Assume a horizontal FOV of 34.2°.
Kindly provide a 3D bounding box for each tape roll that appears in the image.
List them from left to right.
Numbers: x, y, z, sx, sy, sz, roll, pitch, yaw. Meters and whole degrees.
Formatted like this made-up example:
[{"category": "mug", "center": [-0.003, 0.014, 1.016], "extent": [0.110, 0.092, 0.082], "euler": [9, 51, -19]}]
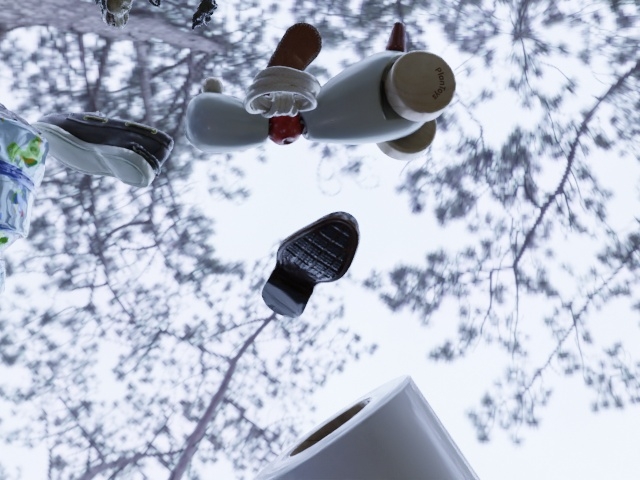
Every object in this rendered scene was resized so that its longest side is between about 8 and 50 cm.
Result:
[{"category": "tape roll", "center": [0.057, 0.302, 1.292], "extent": [0.246, 0.246, 0.169], "euler": [-34, -92, 15]}]

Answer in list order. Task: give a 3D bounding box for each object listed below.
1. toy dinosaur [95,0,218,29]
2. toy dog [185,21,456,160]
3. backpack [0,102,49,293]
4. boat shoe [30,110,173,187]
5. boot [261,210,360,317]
[{"category": "toy dinosaur", "center": [-0.122, -0.287, 1.022], "extent": [0.118, 0.064, 0.268], "euler": [48, -69, 5]}, {"category": "toy dog", "center": [0.008, -0.195, 1.271], "extent": [0.220, 0.333, 0.161], "euler": [-35, -122, 52]}, {"category": "backpack", "center": [-0.427, -0.054, 1.064], "extent": [0.355, 0.290, 0.274], "euler": [-20, -124, 41]}, {"category": "boat shoe", "center": [-0.289, -0.130, 1.367], "extent": [0.227, 0.081, 0.069], "euler": [19, -119, 32]}, {"category": "boot", "center": [0.000, 0.000, 1.224], "extent": [0.082, 0.106, 0.219], "euler": [34, -36, -6]}]
